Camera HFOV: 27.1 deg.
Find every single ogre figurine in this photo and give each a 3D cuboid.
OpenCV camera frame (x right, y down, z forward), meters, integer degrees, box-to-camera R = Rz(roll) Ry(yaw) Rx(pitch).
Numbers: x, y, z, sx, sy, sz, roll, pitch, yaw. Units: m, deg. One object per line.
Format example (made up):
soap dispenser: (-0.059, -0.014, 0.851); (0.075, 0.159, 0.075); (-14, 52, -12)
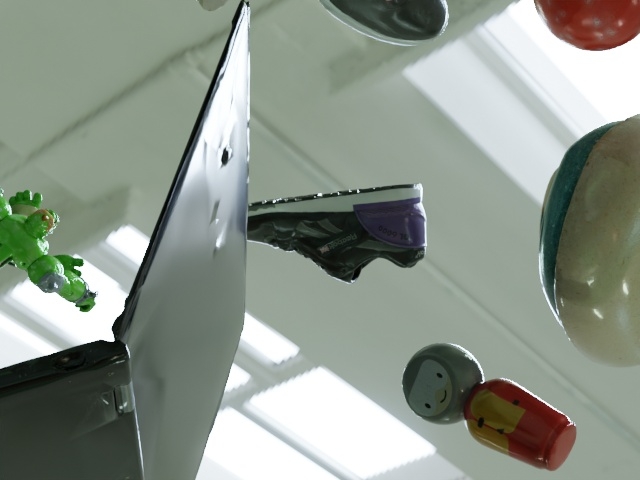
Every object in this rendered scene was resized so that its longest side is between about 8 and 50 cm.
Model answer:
ogre figurine: (-0.338, 0.005, 1.536); (0.097, 0.197, 0.118); (-22, 180, 1)

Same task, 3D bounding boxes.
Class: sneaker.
sneaker: (0.045, -0.271, 1.176); (0.104, 0.296, 0.147); (-55, -146, -12)
sneaker: (0.000, 0.000, 1.759); (0.283, 0.107, 0.124); (-6, -88, 19)

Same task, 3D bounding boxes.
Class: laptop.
laptop: (-0.200, 0.099, 0.872); (0.408, 0.382, 0.236); (-16, -124, -15)

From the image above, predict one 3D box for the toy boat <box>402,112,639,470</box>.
toy boat: (0.206, 0.039, 1.106); (0.148, 0.267, 0.318); (26, -113, 33)

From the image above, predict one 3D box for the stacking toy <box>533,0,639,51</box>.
stacking toy: (0.297, -0.227, 0.898); (0.330, 0.141, 0.141); (-28, -145, 0)

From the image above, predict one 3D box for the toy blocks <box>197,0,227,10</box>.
toy blocks: (-0.079, -0.491, 1.571); (0.288, 0.309, 0.260); (-24, -117, -24)
